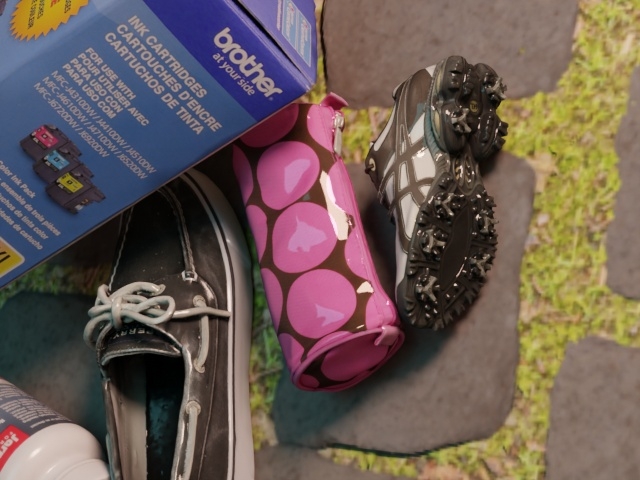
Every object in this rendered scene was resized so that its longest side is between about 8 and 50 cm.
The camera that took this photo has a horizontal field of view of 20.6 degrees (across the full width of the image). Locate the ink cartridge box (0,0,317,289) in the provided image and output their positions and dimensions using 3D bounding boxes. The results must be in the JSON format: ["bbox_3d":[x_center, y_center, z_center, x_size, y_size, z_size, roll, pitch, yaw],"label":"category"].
[{"bbox_3d":[-0.149,-0.166,1.326,0.395,0.151,0.270,-29,34,21],"label":"ink cartridge box"}]

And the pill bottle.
[{"bbox_3d":[-0.226,0.177,1.340,0.180,0.108,0.108,24,88,37],"label":"pill bottle"}]

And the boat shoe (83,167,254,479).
[{"bbox_3d":[-0.122,0.074,1.307,0.113,0.105,0.306,-14,67,29],"label":"boat shoe"}]

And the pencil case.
[{"bbox_3d":[0.000,0.000,1.263,0.098,0.095,0.209,-26,64,20],"label":"pencil case"}]

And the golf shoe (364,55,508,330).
[{"bbox_3d":[0.075,-0.031,1.243,0.094,0.077,0.198,-5,66,47],"label":"golf shoe"}]
